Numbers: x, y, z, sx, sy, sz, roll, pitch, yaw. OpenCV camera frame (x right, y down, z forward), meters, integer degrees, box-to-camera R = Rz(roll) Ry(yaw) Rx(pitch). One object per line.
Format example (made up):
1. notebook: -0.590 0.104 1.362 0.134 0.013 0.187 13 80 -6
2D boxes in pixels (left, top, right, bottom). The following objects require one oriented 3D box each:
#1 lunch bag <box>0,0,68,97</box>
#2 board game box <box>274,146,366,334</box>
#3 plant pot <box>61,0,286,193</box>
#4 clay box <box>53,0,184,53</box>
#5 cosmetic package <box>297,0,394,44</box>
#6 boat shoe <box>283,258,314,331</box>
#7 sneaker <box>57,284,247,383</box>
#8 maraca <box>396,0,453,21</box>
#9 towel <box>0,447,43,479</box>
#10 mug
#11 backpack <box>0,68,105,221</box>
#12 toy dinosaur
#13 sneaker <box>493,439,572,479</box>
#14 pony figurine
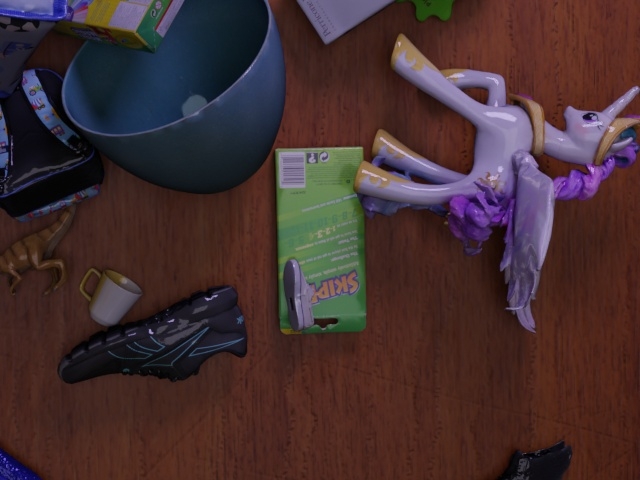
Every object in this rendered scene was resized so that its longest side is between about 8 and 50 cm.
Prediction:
1. lunch bag: -0.426 -0.401 1.678 0.238 0.328 0.386 1 77 -25
2. board game box: 0.000 0.000 1.941 0.124 0.039 0.260 -2 93 -5
3. plant pot: -0.162 -0.174 1.811 0.290 0.290 0.195 -31 132 -3
4. clay box: -0.276 -0.323 1.811 0.053 0.222 0.127 43 69 -49
5. cosmetic package: 0.075 -0.369 1.840 0.231 0.085 0.117 -32 95 27
6. boat shoe: -0.026 0.074 1.917 0.035 0.035 0.100 -10 93 -31
7. sneaker: -0.226 0.152 1.898 0.267 0.101 0.106 -21 99 -4
8. maraca: 0.174 -0.385 1.898 0.127 0.099 0.186 40 115 1
9. towel: -0.559 0.336 1.889 0.308 0.076 0.228 38 89 -8
10. mug: -0.291 0.079 1.913 0.062 0.078 0.064 24 103 -40
11. backpack: -0.383 -0.133 1.847 0.158 0.117 0.173 -24 65 -5
12. toy dinosaur: -0.382 0.013 1.886 0.211 0.064 0.112 -36 97 -2
13. sneaker: 0.279 0.341 1.997 0.170 0.051 0.089 -4 95 -11
14. pony figurine: 0.239 -0.078 1.867 0.363 0.303 0.351 16 84 8
